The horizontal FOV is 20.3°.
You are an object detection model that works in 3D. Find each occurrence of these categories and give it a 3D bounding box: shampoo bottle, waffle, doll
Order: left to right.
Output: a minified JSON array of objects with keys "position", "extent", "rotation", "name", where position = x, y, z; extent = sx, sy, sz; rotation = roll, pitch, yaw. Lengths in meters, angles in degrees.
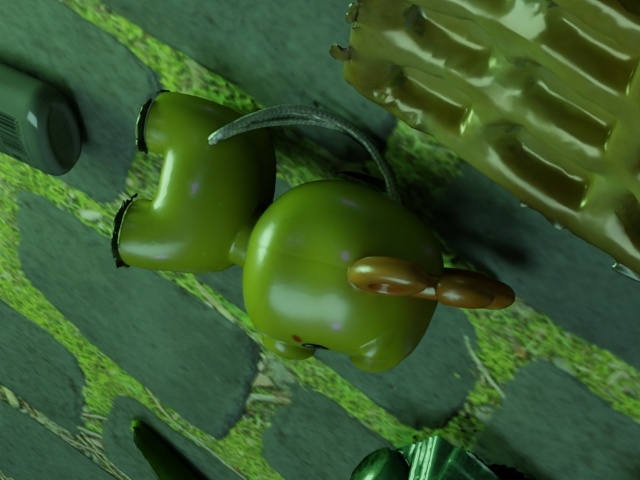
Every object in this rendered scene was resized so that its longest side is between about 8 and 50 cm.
[{"position":[-0.233,-0.098,1.176],"extent":[0.165,0.040,0.080],"rotation":[25,153,24],"name":"shampoo bottle"},{"position":[0.000,0.000,0.983],"extent":[0.221,0.135,0.143],"rotation":[18,-179,23],"name":"doll"},{"position":[0.166,-0.061,0.690],"extent":[0.327,0.098,0.224],"rotation":[33,152,12],"name":"waffle"}]

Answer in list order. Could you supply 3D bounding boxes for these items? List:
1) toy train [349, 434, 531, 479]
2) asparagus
[{"position":[0.133,0.281,1.197],"extent":[0.330,0.178,0.138],"rotation":[40,154,-9],"name":"toy train"},{"position":[-0.115,0.226,1.564],"extent":[0.178,0.041,0.045],"rotation":[48,144,-20],"name":"asparagus"}]
